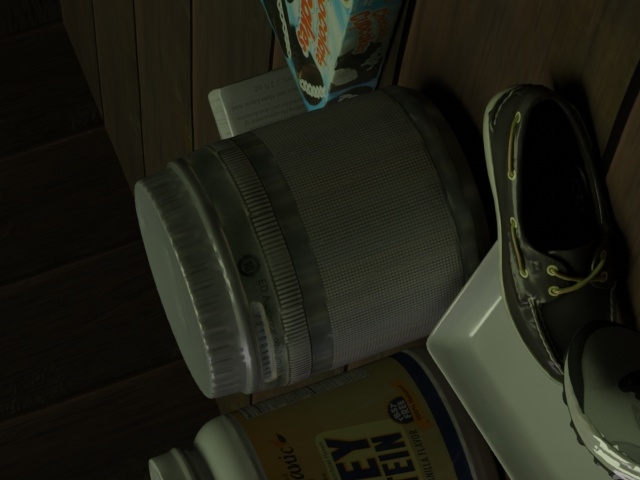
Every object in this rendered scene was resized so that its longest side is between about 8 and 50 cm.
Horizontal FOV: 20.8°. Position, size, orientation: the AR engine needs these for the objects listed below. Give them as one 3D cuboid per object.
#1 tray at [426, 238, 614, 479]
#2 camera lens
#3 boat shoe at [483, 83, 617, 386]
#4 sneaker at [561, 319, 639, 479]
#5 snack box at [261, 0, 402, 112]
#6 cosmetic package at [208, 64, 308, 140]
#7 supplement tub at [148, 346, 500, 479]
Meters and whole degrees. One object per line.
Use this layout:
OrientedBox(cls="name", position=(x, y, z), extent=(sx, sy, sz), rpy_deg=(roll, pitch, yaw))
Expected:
OrientedBox(cls="tray", position=(0.182, 0.115, 1.347), extent=(0.145, 0.030, 0.270), rpy_deg=(-55, 40, 22))
OrientedBox(cls="camera lens", position=(0.000, 0.000, 1.513), extent=(0.219, 0.274, 0.219), rpy_deg=(161, 90, -77))
OrientedBox(cls="boat shoe", position=(0.168, 0.001, 1.244), extent=(0.068, 0.081, 0.228), rpy_deg=(-157, 52, -79))
OrientedBox(cls="sneaker", position=(0.248, 0.127, 1.095), extent=(0.271, 0.100, 0.108), rpy_deg=(-128, 37, -48))
OrientedBox(cls="snack box", position=(0.004, -0.250, 1.628), extent=(0.322, 0.060, 0.187), rpy_deg=(107, 142, -69))
OrientedBox(cls="cosmetic package", position=(-0.033, -0.072, 1.917), extent=(0.085, 0.117, 0.231), rpy_deg=(-178, 69, -78))
OrientedBox(cls="supplement tub", position=(0.004, 0.260, 1.773), extent=(0.228, 0.316, 0.228), rpy_deg=(161, 90, -77))
